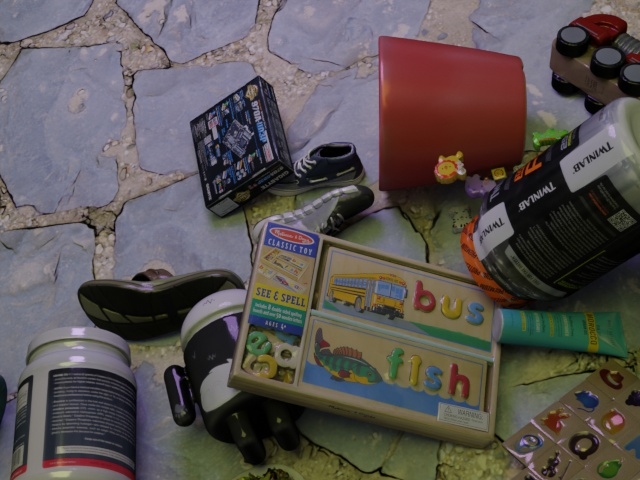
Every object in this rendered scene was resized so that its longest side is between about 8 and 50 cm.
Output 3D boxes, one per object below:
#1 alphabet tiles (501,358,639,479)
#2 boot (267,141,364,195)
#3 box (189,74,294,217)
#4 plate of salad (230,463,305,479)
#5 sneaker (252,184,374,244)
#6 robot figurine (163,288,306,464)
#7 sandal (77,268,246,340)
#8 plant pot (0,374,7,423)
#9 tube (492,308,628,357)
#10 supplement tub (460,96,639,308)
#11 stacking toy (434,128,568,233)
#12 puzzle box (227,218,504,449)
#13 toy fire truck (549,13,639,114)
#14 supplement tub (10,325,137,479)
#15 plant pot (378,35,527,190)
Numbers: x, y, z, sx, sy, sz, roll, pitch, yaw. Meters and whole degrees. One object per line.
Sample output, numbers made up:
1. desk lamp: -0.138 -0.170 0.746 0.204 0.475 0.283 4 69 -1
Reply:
1. alphabet tiles: 0.435 0.308 1.511 0.342 0.011 0.285 -33 42 -17
2. boot: -0.019 -0.136 1.929 0.189 0.086 0.069 -9 56 10
3. box: -0.149 -0.175 1.976 0.175 0.051 0.220 -31 52 21
4. plate of salad: -0.107 0.414 1.594 0.199 0.048 0.200 -22 37 18
5. sneaker: 0.000 0.000 1.848 0.228 0.086 0.132 -22 59 13
6. robot figurine: -0.120 0.210 1.687 0.209 0.174 0.278 3 47 -34
7. sandal: -0.271 0.099 1.848 0.302 0.120 0.086 -5 29 10
8. plant pot: -0.672 0.263 1.756 0.255 0.272 0.272 19 64 10
9. tube: 0.371 0.139 1.651 0.207 0.052 0.080 5 63 -8
10. supplement tub: 0.385 -0.043 1.609 0.338 0.207 0.207 -39 46 37
11. stacking toy: 0.305 -0.096 1.766 0.221 0.167 0.052 -14 56 6
12. puzzle box: 0.081 0.141 1.635 0.408 0.052 0.272 15 59 -9
13. toy fire truck: 0.559 -0.344 1.881 0.246 0.159 0.217 -34 55 -22
14. supplement tub: -0.387 0.294 1.688 0.191 0.191 0.272 -11 56 8
15. plant pot: 0.219 -0.215 1.825 0.243 0.275 0.275 1 58 3
